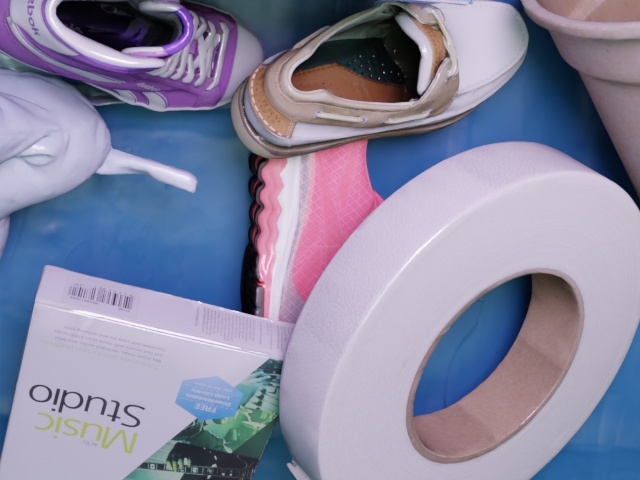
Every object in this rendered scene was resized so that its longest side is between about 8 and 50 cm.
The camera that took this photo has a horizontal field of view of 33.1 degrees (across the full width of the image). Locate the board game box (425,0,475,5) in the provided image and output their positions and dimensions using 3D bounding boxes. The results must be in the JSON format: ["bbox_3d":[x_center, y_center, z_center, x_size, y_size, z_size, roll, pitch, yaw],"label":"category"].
[{"bbox_3d":[-0.062,-0.245,0.837,0.308,0.302,0.086,3,104,-9],"label":"board game box"}]

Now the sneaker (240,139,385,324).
[{"bbox_3d":[0.000,0.000,1.009,0.136,0.116,0.314,2,104,-10],"label":"sneaker"}]

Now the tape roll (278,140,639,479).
[{"bbox_3d":[0.139,0.099,0.983,0.392,0.072,0.392,-21,129,-28],"label":"tape roll"}]

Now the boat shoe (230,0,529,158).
[{"bbox_3d":[0.074,-0.149,0.934,0.302,0.103,0.113,-25,88,-27],"label":"boat shoe"}]

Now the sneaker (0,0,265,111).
[{"bbox_3d":[-0.124,-0.154,0.874,0.282,0.161,0.102,1,99,-45],"label":"sneaker"}]

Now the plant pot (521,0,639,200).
[{"bbox_3d":[0.380,-0.133,0.943,0.333,0.334,0.305,-26,117,-1],"label":"plant pot"}]

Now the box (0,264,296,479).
[{"bbox_3d":[-0.173,0.182,1.002,0.232,0.058,0.322,14,127,-11],"label":"box"}]

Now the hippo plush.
[{"bbox_3d":[-0.321,-0.074,0.928,0.236,0.234,0.294,-46,150,23],"label":"hippo plush"}]
